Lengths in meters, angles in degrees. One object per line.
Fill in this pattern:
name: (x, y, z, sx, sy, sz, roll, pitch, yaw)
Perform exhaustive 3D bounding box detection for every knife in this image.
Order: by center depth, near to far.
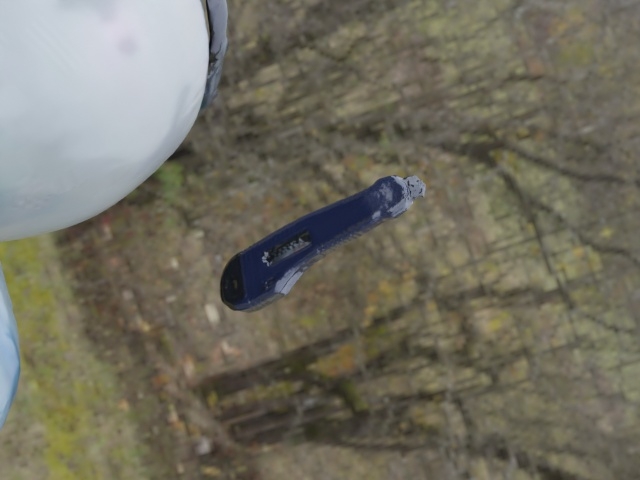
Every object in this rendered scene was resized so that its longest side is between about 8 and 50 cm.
knife: (0.000, 0.000, 0.715, 0.031, 0.121, 0.018, 65, 16, 17)

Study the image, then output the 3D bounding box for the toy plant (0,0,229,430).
toy plant: (-0.203, -0.016, 0.540, 0.247, 0.247, 0.332, 60, 43, -33)
